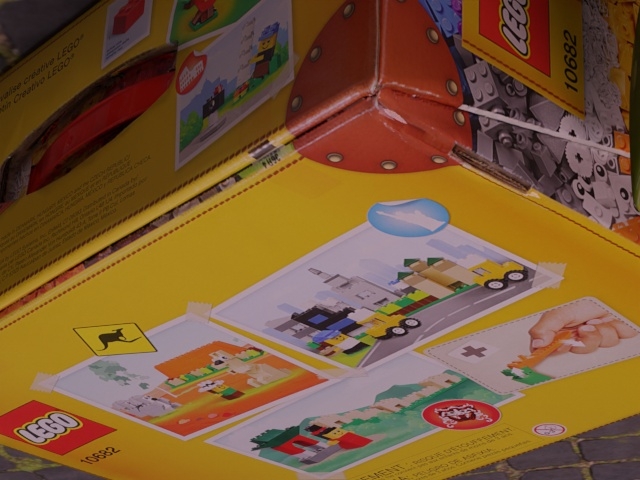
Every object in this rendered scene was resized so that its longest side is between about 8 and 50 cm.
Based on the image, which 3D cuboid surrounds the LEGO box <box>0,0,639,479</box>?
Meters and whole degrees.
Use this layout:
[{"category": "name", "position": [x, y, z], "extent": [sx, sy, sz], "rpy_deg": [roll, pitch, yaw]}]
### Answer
[{"category": "LEGO box", "position": [0.000, 0.000, 1.041], "extent": [0.372, 0.193, 0.500], "rpy_deg": [26, 144, -35]}]

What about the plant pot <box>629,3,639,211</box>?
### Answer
[{"category": "plant pot", "position": [0.257, -0.152, 0.750], "extent": [0.228, 0.207, 0.227], "rpy_deg": [-1, 154, 1]}]
